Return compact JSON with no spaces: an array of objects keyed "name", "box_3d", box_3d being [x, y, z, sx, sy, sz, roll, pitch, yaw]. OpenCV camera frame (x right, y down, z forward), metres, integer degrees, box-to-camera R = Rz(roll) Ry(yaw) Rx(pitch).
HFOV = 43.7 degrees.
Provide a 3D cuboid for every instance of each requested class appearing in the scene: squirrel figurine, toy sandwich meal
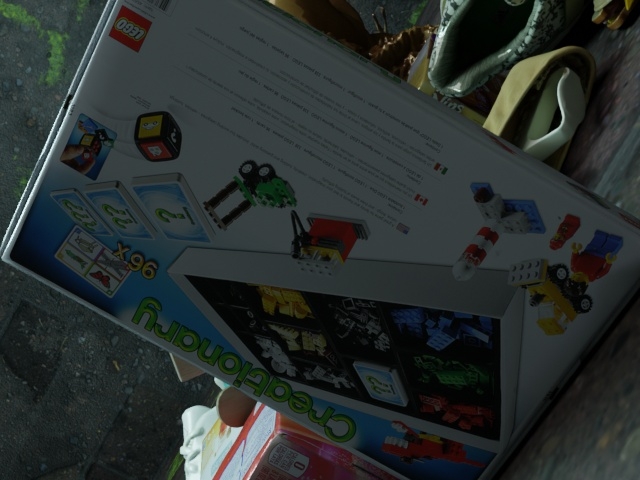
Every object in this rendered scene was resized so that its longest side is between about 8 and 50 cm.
[{"name":"squirrel figurine","box_3d":[0.053,-0.236,1.190,0.397,0.370,0.281,48,120,50]},{"name":"toy sandwich meal","box_3d":[0.250,-0.206,0.635,0.085,0.029,0.085,-50,3,3]}]

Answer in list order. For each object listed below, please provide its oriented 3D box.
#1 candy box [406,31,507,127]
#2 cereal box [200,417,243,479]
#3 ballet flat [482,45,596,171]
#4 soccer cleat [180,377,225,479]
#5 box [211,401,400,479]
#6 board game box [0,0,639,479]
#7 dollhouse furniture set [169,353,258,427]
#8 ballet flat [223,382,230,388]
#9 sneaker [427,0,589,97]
[{"name":"candy box","box_3d":[0.149,-0.155,0.861,0.053,0.109,0.187,-57,6,31]},{"name":"cereal box","box_3d":[-0.077,0.269,0.774,0.240,0.047,0.173,-93,27,-43]},{"name":"ballet flat","box_3d":[0.149,-0.060,0.594,0.073,0.080,0.232,-23,38,56]},{"name":"soccer cleat","box_3d":[-0.123,0.284,0.954,0.116,0.143,0.331,-57,8,38]},{"name":"box","box_3d":[-0.036,0.231,0.553,0.257,0.122,0.128,-60,6,11]},{"name":"board game box","box_3d":[0.000,0.000,0.440,0.193,0.305,0.053,-59,4,19]},{"name":"dollhouse furniture set","box_3d":[-0.068,0.110,0.677,0.123,0.144,0.151,-21,-2,-22]},{"name":"ballet flat","box_3d":[-0.050,0.211,0.917,0.077,0.077,0.231,-63,36,31]},{"name":"sneaker","box_3d":[0.201,-0.262,0.650,0.182,0.158,0.410,-55,-7,-37]}]
